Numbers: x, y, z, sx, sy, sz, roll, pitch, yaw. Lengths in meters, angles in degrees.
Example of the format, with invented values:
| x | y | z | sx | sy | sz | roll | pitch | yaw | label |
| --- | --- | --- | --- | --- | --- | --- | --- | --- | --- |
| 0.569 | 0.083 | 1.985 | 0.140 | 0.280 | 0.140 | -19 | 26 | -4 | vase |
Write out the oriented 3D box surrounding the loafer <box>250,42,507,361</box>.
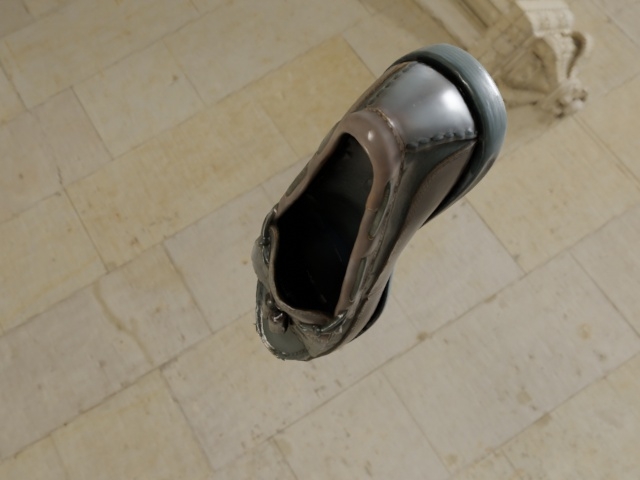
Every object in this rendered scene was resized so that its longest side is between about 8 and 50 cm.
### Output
| x | y | z | sx | sy | sz | roll | pitch | yaw | label |
| --- | --- | --- | --- | --- | --- | --- | --- | --- | --- |
| 0.000 | 0.000 | 0.443 | 0.084 | 0.096 | 0.267 | -30 | -18 | -37 | loafer |
